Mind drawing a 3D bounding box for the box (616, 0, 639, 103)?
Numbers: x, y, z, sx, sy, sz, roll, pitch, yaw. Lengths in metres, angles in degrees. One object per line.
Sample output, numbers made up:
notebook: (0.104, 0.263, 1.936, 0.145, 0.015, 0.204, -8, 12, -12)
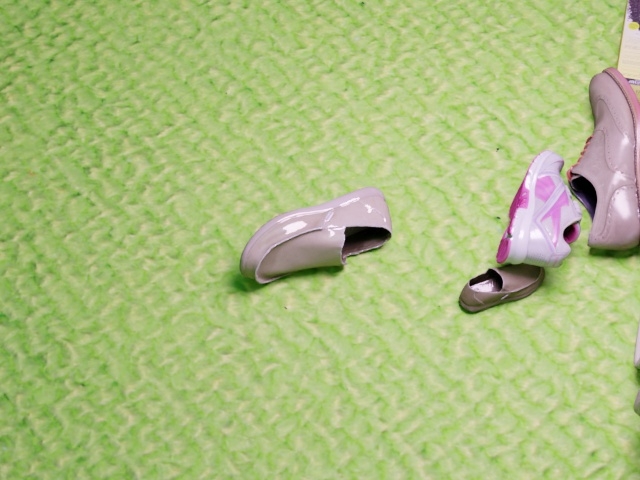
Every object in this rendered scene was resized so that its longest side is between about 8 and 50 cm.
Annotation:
box: (0.572, -0.342, 2.154, 0.087, 0.058, 0.232, 10, 58, 9)

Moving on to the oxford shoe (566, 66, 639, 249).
oxford shoe: (0.465, -0.140, 1.989, 0.130, 0.123, 0.348, -6, 55, 5)

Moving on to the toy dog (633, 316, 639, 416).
toy dog: (0.660, 0.172, 1.670, 0.408, 0.284, 0.395, 14, 51, 8)

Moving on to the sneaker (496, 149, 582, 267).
sneaker: (0.360, -0.040, 1.934, 0.111, 0.103, 0.252, 21, 50, 4)

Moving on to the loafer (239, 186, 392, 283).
loafer: (0.000, 0.000, 1.922, 0.269, 0.102, 0.092, -26, 53, -15)

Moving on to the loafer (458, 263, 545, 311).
loafer: (0.286, 0.066, 1.898, 0.148, 0.050, 0.056, -25, 59, -14)
